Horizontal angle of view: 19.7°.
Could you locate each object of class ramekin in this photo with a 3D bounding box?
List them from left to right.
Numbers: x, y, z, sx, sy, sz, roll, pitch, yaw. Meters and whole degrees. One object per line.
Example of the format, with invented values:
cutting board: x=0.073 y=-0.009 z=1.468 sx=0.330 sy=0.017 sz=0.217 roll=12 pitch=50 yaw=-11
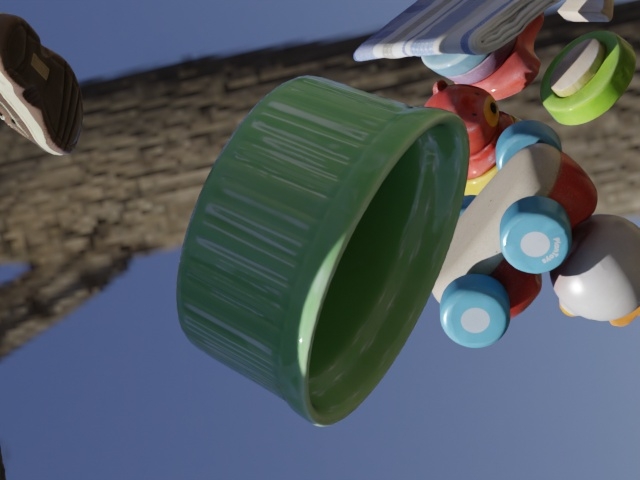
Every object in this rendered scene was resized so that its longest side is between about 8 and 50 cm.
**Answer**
ramekin: x=0.000 y=0.000 z=1.653 sx=0.303 sy=0.148 sz=0.303 roll=-52 pitch=-23 yaw=-34

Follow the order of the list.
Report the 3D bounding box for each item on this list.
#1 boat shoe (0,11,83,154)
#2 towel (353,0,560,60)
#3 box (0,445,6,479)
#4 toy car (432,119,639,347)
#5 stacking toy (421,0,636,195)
boat shoe: x=-0.335 y=-0.176 z=1.999 sx=0.257 sy=0.095 sz=0.095 roll=67 pitch=-145 yaw=-62
towel: x=0.171 y=-0.251 z=1.955 sx=0.034 sy=0.209 sz=0.285 roll=58 pitch=161 yaw=-16
box: x=-0.408 y=0.235 z=1.577 sx=0.294 sy=0.183 sz=0.296 roll=-69 pitch=-21 yaw=-58
toy car: x=0.260 y=0.031 z=1.946 sx=0.238 sy=0.210 sz=0.219 roll=30 pitch=-154 yaw=-12
stacking toy: x=0.243 y=-0.239 z=2.343 sx=0.130 sy=0.279 sz=0.309 roll=39 pitch=-146 yaw=-32
